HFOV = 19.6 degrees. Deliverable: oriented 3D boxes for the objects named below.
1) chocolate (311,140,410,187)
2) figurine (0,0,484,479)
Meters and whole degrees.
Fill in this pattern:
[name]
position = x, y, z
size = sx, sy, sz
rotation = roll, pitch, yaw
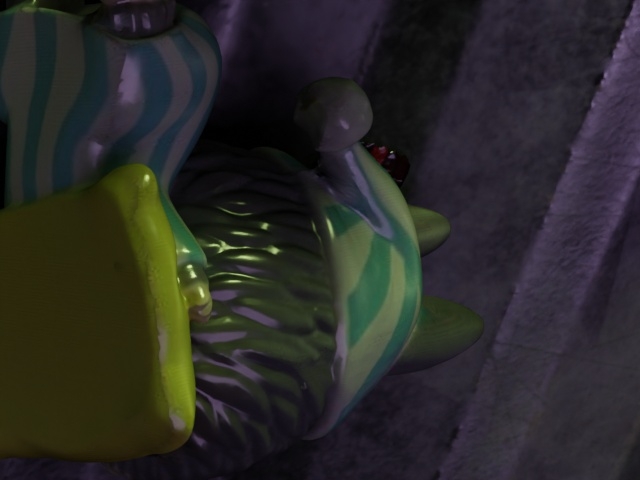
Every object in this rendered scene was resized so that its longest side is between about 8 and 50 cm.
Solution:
[chocolate]
position = 0.000, 0.000, 1.450
size = 0.086, 0.028, 0.182
rotation = 22, 112, -31
[figurine]
position = -0.059, -0.022, 1.329
size = 0.377, 0.266, 0.361
rotation = -9, 106, -46
